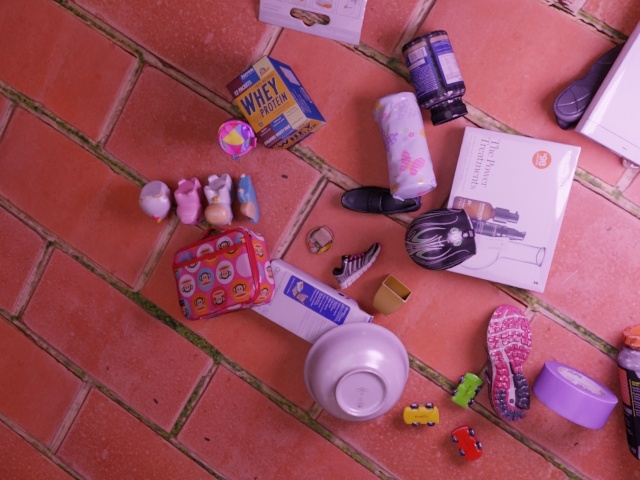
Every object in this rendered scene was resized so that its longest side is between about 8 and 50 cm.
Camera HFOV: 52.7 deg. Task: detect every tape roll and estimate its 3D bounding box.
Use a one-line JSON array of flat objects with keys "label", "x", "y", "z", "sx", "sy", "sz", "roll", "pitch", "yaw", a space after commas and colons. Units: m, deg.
[{"label": "tape roll", "x": 0.637, "y": 0.386, "z": 1.626, "sx": 0.189, "sy": 0.189, "sz": 0.080, "roll": 26, "pitch": 103, "yaw": 11}]

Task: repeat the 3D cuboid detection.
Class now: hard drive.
[{"label": "hard drive", "x": 0.780, "y": -0.358, "z": 1.494, "sx": 0.233, "sy": 0.047, "sz": 0.352, "roll": 25, "pitch": 102, "yaw": -12}]

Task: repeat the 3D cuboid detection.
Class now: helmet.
[{"label": "helmet", "x": 0.291, "y": -0.002, "z": 1.602, "sx": 0.162, "sy": 0.169, "sz": 0.169, "roll": -14, "pitch": 93, "yaw": 3}]

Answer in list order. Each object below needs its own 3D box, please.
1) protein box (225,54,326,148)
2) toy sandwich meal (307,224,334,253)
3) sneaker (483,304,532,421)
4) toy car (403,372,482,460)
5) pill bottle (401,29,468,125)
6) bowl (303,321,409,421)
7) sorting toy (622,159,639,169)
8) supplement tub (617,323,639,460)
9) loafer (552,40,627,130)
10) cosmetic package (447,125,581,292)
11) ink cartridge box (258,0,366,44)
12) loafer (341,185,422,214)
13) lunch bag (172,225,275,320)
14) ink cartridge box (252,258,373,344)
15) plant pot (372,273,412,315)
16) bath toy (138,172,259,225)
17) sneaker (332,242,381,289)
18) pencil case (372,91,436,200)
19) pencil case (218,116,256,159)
[{"label": "protein box", "x": -0.113, "y": -0.363, "z": 1.732, "sx": 0.136, "sy": 0.201, "sz": 0.199, "roll": -34, "pitch": 87, "yaw": 17}, {"label": "toy sandwich meal", "x": 0.000, "y": 0.000, "z": 1.836, "sx": 0.086, "sy": 0.029, "sz": 0.085, "roll": 2, "pitch": 97, "yaw": 15}, {"label": "sneaker", "x": 0.480, "y": 0.318, "z": 1.708, "sx": 0.121, "sy": 0.112, "sz": 0.298, "roll": 5, "pitch": 85, "yaw": -5}, {"label": "toy car", "x": 0.374, "y": 0.458, "z": 1.779, "sx": 0.239, "sy": 0.053, "sz": 0.224, "roll": 29, "pitch": 103, "yaw": 10}, {"label": "pill bottle", "x": 0.298, "y": -0.412, "z": 1.654, "sx": 0.123, "sy": 0.123, "sz": 0.219, "roll": -18, "pitch": 92, "yaw": 17}, {"label": "bowl", "x": 0.104, "y": 0.381, "z": 1.752, "sx": 0.298, "sy": 0.134, "sz": 0.297, "roll": -1, "pitch": 107, "yaw": -3}, {"label": "sorting toy", "x": 0.854, "y": -0.261, "z": 1.568, "sx": 0.209, "sy": 0.038, "sz": 0.192, "roll": 8, "pitch": 99, "yaw": 10}, {"label": "supplement tub", "x": 0.833, "y": 0.368, "z": 1.567, "sx": 0.194, "sy": 0.193, "sz": 0.315, "roll": -8, "pitch": 95, "yaw": 16}, {"label": "loafer", "x": 0.699, "y": -0.380, "z": 1.575, "sx": 0.303, "sy": 0.095, "sz": 0.109, "roll": -35, "pitch": 60, "yaw": 5}, {"label": "cosmetic package", "x": 0.473, "y": -0.082, "z": 1.663, "sx": 0.285, "sy": 0.097, "sz": 0.376, "roll": 13, "pitch": 100, "yaw": 12}, {"label": "ink cartridge box", "x": 0.009, "y": -0.754, "z": 1.732, "sx": 0.308, "sy": 0.091, "sz": 0.384, "roll": 18, "pitch": 118, "yaw": 12}, {"label": "loafer", "x": 0.162, "y": -0.109, "z": 1.752, "sx": 0.224, "sy": 0.078, "sz": 0.076, "roll": 3, "pitch": 97, "yaw": 15}, {"label": "lunch bag", "x": -0.283, "y": 0.082, "z": 1.860, "sx": 0.293, "sy": 0.120, "sz": 0.258, "roll": -19, "pitch": 76, "yaw": 26}, {"label": "ink cartridge box", "x": -0.022, "y": 0.200, "z": 1.851, "sx": 0.333, "sy": 0.065, "sz": 0.165, "roll": 30, "pitch": 103, "yaw": 12}, {"label": "plant pot", "x": 0.190, "y": 0.158, "z": 1.781, "sx": 0.081, "sy": 0.081, "sz": 0.083, "roll": 39, "pitch": 117, "yaw": 8}, {"label": "bath toy", "x": -0.357, "y": -0.103, "z": 1.879, "sx": 0.349, "sy": 0.151, "sz": 0.129, "roll": -1, "pitch": 139, "yaw": 14}, {"label": "sneaker", "x": 0.097, "y": 0.059, "z": 1.799, "sx": 0.075, "sy": 0.063, "sz": 0.170, "roll": 44, "pitch": 111, "yaw": 0}, {"label": "pencil case", "x": 0.215, "y": -0.245, "z": 1.673, "sx": 0.124, "sy": 0.113, "sz": 0.272, "roll": -14, "pitch": 79, "yaw": 13}, {"label": "pencil case", "x": -0.223, "y": -0.284, "z": 1.758, "sx": 0.105, "sy": 0.236, "sz": 0.104, "roll": -1, "pitch": 105, "yaw": -5}]
